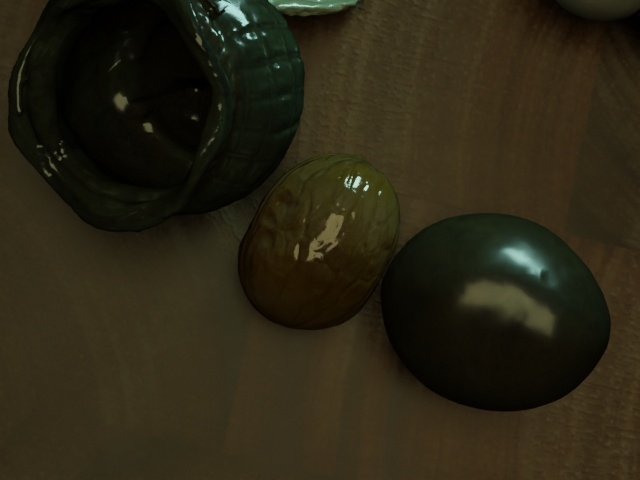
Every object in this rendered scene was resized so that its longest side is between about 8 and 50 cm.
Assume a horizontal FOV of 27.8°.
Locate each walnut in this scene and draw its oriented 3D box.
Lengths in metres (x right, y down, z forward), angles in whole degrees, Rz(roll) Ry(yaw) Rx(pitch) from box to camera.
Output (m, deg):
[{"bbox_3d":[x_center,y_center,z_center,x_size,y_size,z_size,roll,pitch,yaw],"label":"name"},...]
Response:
[{"bbox_3d":[0.000,0.000,1.412,0.167,0.167,0.207,29,88,-1],"label":"walnut"}]

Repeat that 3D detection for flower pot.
[{"bbox_3d":[-0.176,-0.169,1.355,0.301,0.213,0.302,6,105,24],"label":"flower pot"}]

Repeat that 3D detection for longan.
[{"bbox_3d":[0.186,0.078,1.379,0.248,0.248,0.248,0,86,-4],"label":"longan"}]

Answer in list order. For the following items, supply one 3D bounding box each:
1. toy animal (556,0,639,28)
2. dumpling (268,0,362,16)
[{"bbox_3d":[0.363,-0.317,1.451,0.235,0.187,0.165,20,74,-5],"label":"toy animal"},{"bbox_3d":[-0.019,-0.358,1.476,0.179,0.131,0.252,4,64,-23],"label":"dumpling"}]
